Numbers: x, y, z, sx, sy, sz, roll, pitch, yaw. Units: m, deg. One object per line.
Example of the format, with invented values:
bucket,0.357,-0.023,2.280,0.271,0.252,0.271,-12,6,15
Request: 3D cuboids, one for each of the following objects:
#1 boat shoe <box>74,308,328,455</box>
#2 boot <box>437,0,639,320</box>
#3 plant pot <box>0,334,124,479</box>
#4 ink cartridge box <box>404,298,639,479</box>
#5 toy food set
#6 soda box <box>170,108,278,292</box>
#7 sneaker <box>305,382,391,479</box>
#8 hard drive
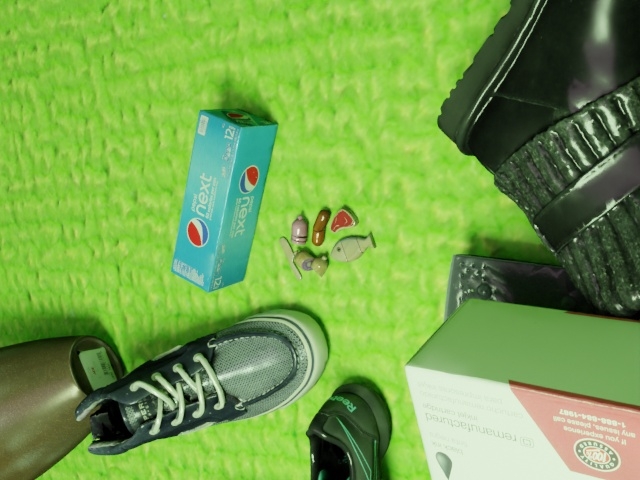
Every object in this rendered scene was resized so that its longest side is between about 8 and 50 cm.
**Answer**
boat shoe,-0.155,0.189,0.969,0.340,0.158,0.127,-29,84,35
boot,0.269,-0.123,0.618,0.260,0.131,0.348,54,134,28
plant pot,-0.406,0.229,1.138,0.230,0.215,0.216,-28,84,20
ink cartridge box,0.208,0.205,0.648,0.207,0.117,0.283,4,119,40
toy food set,0.000,0.000,0.910,0.122,0.019,0.078,-30,83,34
soda box,-0.118,-0.049,0.947,0.067,0.071,0.210,26,113,28
sneaker,0.032,0.304,0.902,0.101,0.106,0.268,-6,98,33
hard drive,0.207,0.142,0.781,0.171,0.054,0.255,7,104,32
